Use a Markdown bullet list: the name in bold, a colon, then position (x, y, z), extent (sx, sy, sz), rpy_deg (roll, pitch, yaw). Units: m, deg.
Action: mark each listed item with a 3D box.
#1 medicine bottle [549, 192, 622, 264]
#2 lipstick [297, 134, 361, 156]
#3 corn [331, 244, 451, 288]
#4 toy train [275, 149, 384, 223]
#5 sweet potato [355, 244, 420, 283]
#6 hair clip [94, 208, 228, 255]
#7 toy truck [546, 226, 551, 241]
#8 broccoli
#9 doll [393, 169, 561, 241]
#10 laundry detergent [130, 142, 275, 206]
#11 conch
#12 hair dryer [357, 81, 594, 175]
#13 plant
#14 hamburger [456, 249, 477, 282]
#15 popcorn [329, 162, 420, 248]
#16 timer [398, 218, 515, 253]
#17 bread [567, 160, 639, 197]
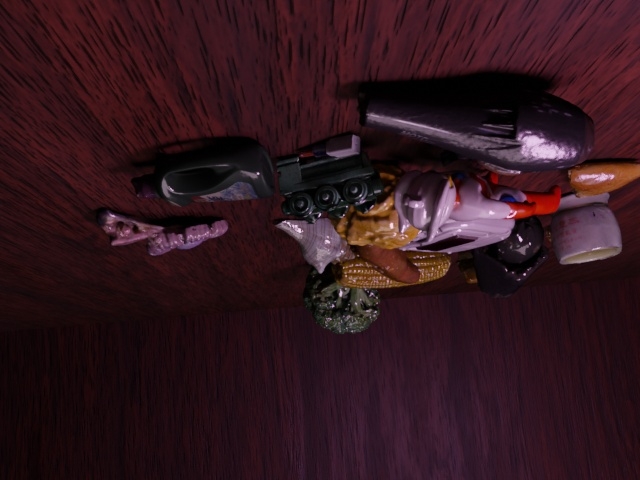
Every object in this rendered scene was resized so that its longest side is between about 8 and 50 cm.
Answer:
- **medicine bottle**: position (0.592, -0.030, 1.560), extent (0.147, 0.143, 0.147), rpy_deg (-8, 165, -2)
- **lipstick**: position (0.010, -0.139, 1.053), extent (0.107, 0.025, 0.025), rpy_deg (-5, 169, 33)
- **corn**: position (0.202, 0.067, 1.927), extent (0.345, 0.131, 0.131), rpy_deg (-3, 169, -18)
- **toy train**: position (0.014, -0.091, 1.097), extent (0.171, 0.111, 0.071), rpy_deg (-12, 168, 17)
- **sweet potato**: position (0.158, 0.031, 1.744), extent (0.106, 0.095, 0.354), rpy_deg (5, 159, 28)
- **hair clip**: position (-0.326, -0.012, 1.426), extent (0.173, 0.069, 0.300), rpy_deg (-15, 165, 40)
- **toy truck**: position (0.666, -0.026, 1.851), extent (0.063, 0.052, 0.123), rpy_deg (6, 167, -21)
- **broccoli**: position (0.077, 0.152, 2.125), extent (0.270, 0.270, 0.270), rpy_deg (3, 133, -35)
- **doll**: position (0.242, -0.071, 1.114), extent (0.188, 0.099, 0.384), rpy_deg (19, -160, 36)
- **laundry detergent**: position (-0.187, -0.097, 1.054), extent (0.222, 0.078, 0.144), rpy_deg (-4, 167, 6)
- **conch**: position (0.010, 0.009, 1.599), extent (0.137, 0.114, 0.234), rpy_deg (-23, 158, 17)
- **hair dryer**: position (0.188, -0.141, 1.001), extent (0.304, 0.120, 0.359), rpy_deg (4, 177, -4)
- **plant**: position (0.460, 0.037, 1.696), extent (0.142, 0.164, 0.256), rpy_deg (-32, 145, -30)
- **hamburger**: position (0.489, 0.039, 1.930), extent (0.190, 0.122, 0.215), rpy_deg (-8, 167, -23)
- **popcorn**: position (0.100, -0.052, 1.206), extent (0.180, 0.180, 0.170), rpy_deg (-6, -152, 4)
- **timer**: position (0.294, -0.028, 1.578), extent (0.237, 0.087, 0.262), rpy_deg (4, 166, -36)
- **bread**: position (0.548, -0.121, 1.323), extent (0.136, 0.054, 0.154), rpy_deg (-13, 169, 21)
